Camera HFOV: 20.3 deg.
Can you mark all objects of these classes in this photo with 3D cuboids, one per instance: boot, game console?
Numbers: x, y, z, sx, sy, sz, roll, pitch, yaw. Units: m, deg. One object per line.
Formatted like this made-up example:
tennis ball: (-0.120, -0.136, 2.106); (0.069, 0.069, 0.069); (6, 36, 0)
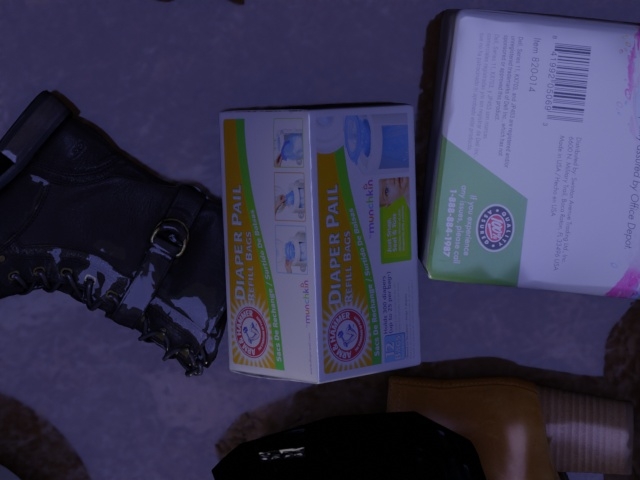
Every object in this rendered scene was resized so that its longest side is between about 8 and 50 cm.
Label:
boot: (0.135, 0.251, 1.416); (0.211, 0.104, 0.295); (2, 96, 7)
game console: (0.064, 0.302, 1.394); (0.213, 0.044, 0.361); (-12, 106, 30)
boot: (-0.179, 0.034, 1.369); (0.229, 0.091, 0.263); (35, 80, -5)

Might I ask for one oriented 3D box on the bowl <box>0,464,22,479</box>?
bowl: (-0.287, 0.252, 1.346); (0.289, 0.289, 0.156); (47, 50, -5)

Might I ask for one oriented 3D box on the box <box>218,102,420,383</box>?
box: (0.000, 0.000, 1.355); (0.114, 0.103, 0.203); (-8, 97, -43)

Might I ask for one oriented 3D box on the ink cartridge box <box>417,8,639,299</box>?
ink cartridge box: (0.262, -0.060, 1.372); (0.353, 0.119, 0.207); (6, 96, -2)
